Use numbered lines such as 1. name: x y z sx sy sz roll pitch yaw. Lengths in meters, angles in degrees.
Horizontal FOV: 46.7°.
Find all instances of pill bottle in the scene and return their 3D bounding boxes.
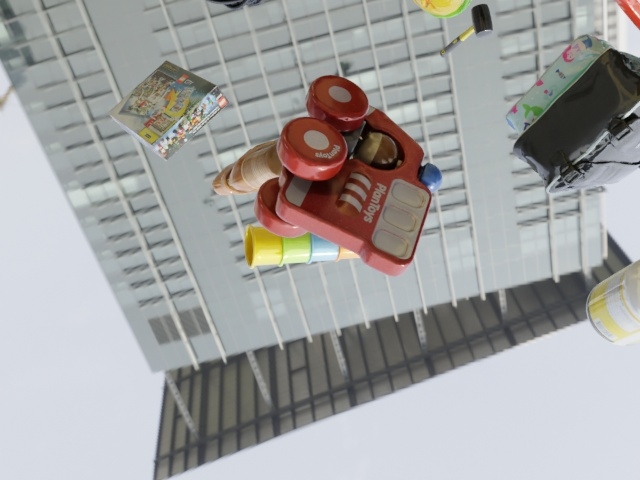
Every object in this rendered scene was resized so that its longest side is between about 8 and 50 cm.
1. pill bottle: 0.455 0.081 1.031 0.103 0.184 0.103 2 -109 -6

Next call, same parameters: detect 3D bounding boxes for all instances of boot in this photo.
1. boot: -0.060 -0.158 1.453 0.283 0.109 0.220 -32 -169 -35

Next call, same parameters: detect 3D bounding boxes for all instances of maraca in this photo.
1. maraca: 0.169 -0.409 1.120 0.099 0.127 0.186 -13 -142 -34

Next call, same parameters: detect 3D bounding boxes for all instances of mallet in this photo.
1. mallet: 0.302 -0.442 1.569 0.039 0.062 0.190 -5 179 -20

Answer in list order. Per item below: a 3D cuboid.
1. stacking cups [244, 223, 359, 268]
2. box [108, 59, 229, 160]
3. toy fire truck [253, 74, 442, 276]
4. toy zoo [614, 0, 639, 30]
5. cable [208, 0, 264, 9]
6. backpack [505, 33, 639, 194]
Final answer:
1. stacking cups: 0.000 0.000 1.582 0.316 0.096 0.096 -5 -151 -17
2. box: -0.290 -0.249 1.392 0.159 0.044 0.233 -44 -139 -10
3. toy fire truck: 0.057 -0.100 1.145 0.254 0.169 0.302 27 -134 -1
4. toy zoo: 0.452 -0.388 0.962 0.192 0.293 0.030 -54 -147 8
5. cable: -0.123 -0.366 1.013 0.184 0.047 0.150 -2 176 32
6. backpack: 0.429 -0.185 1.131 0.253 0.225 0.191 -1 -128 -42
